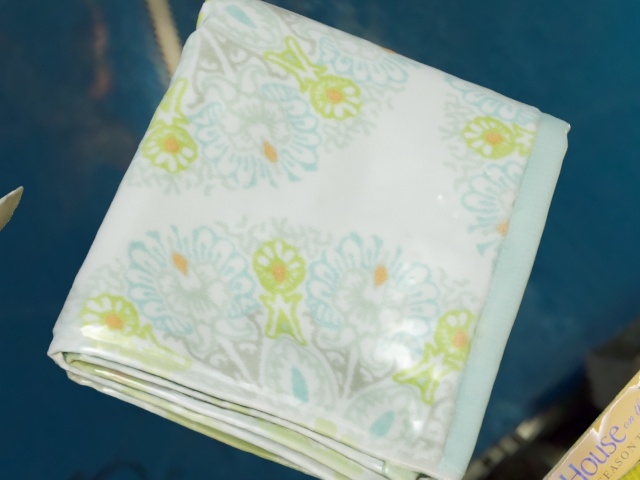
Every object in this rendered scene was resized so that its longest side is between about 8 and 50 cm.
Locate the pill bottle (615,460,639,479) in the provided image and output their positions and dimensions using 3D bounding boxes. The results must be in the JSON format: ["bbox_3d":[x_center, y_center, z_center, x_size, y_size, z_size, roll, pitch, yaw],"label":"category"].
[{"bbox_3d":[0.239,0.214,1.218,0.208,0.119,0.119,-40,-18,6],"label":"pill bottle"}]

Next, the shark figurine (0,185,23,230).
[{"bbox_3d":[-0.244,-0.010,1.194,0.116,0.166,0.278,-45,5,13],"label":"shark figurine"}]

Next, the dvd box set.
[{"bbox_3d":[0.266,0.242,1.785,0.420,0.062,0.307,-46,-12,-11],"label":"dvd box set"}]

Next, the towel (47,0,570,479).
[{"bbox_3d":[0.000,0.000,1.360,0.090,0.320,0.374,117,175,-60],"label":"towel"}]
